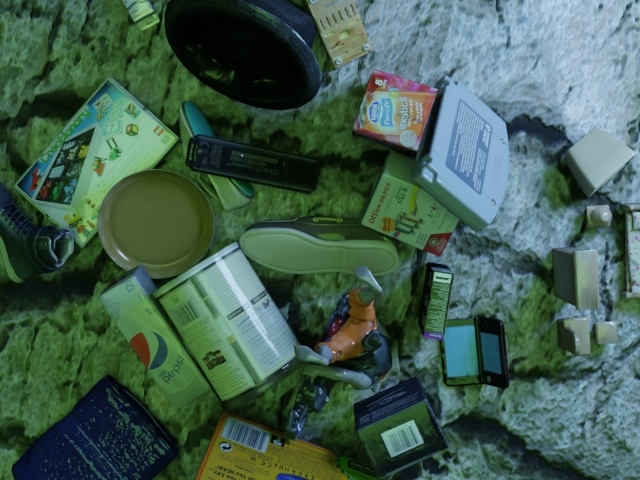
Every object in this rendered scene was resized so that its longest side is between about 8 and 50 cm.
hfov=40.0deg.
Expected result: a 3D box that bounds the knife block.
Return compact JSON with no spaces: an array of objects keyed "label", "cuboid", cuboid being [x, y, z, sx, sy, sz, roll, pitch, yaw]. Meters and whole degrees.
[{"label":"knife block","cuboid":[-0.005,-0.520,1.785,0.088,0.242,0.276,-26,137,4]}]

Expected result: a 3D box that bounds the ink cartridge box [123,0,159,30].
[{"label":"ink cartridge box","cuboid":[-0.372,-0.481,1.810,0.048,0.028,0.083,-28,93,3]}]

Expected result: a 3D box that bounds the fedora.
[{"label":"fedora","cuboid":[-0.132,-0.405,1.720,0.334,0.334,0.153,25,64,0]}]

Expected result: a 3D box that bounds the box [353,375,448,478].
[{"label":"box","cuboid":[0.156,0.369,1.761,0.153,0.207,0.108,-25,93,4]}]

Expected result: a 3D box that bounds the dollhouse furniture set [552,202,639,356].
[{"label":"dollhouse furniture set","cuboid":[0.662,0.078,1.751,0.355,0.174,0.304,-3,94,2]}]

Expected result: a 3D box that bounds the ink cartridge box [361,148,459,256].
[{"label":"ink cartridge box","cuboid":[0.188,-0.076,1.756,0.176,0.127,0.128,22,120,0]}]

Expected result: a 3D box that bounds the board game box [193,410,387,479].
[{"label":"board game box","cuboid":[-0.111,0.616,1.657,0.356,0.356,0.356,21,115,0]}]

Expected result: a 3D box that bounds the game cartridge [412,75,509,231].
[{"label":"game cartridge","cuboid":[0.280,-0.165,1.697,0.198,0.297,0.062,40,135,-24]}]

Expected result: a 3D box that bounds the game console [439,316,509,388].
[{"label":"game console","cuboid":[0.317,0.235,1.814,0.085,0.124,0.144,-8,94,-25]}]

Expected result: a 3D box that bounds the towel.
[{"label":"towel","cuboid":[-0.474,0.460,1.852,0.308,0.076,0.228,-43,85,4]}]

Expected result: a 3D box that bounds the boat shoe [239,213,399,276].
[{"label":"boat shoe","cuboid":[0.000,0.000,1.799,0.324,0.097,0.117,4,134,4]}]

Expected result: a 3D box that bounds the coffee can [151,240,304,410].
[{"label":"coffee can","cuboid":[-0.180,0.169,1.759,0.201,0.201,0.275,-31,92,3]}]

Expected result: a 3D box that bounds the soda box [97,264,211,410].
[{"label":"soda box","cuboid":[-0.331,0.198,1.797,0.091,0.098,0.286,-31,101,4]}]

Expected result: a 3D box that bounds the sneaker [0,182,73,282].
[{"label":"sneaker","cuboid":[-0.593,-0.034,1.783,0.163,0.086,0.226,-12,106,31]}]

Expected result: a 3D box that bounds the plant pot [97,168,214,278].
[{"label":"plant pot","cuboid":[-0.336,-0.036,1.806,0.236,0.032,0.237,-3,110,-7]}]

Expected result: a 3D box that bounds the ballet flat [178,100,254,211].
[{"label":"ballet flat","cuboid":[-0.235,-0.166,1.806,0.086,0.086,0.248,-34,93,3]}]

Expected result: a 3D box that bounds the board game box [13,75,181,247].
[{"label":"board game box","cuboid":[-0.460,-0.162,1.819,0.193,0.053,0.305,42,93,-2]}]

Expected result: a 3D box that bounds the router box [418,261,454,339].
[{"label":"router box","cuboid":[0.229,0.118,1.759,0.046,0.179,0.133,9,94,3]}]

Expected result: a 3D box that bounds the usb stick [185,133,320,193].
[{"label":"usb stick","cuboid":[-0.132,-0.153,1.773,0.277,0.045,0.077,10,91,-20]}]

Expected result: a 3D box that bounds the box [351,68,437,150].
[{"label":"box","cuboid":[0.138,-0.246,1.700,0.128,0.257,0.123,18,95,0]}]

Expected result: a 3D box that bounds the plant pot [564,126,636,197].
[{"label":"plant pot","cuboid":[0.555,-0.164,1.776,0.109,0.109,0.096,-41,80,3]}]

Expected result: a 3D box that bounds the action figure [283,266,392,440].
[{"label":"action figure","cuboid":[0.054,0.241,1.698,0.178,0.330,0.341,19,73,21]}]
